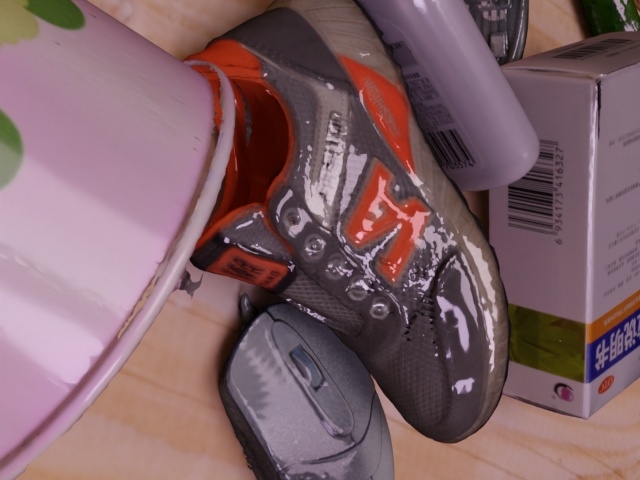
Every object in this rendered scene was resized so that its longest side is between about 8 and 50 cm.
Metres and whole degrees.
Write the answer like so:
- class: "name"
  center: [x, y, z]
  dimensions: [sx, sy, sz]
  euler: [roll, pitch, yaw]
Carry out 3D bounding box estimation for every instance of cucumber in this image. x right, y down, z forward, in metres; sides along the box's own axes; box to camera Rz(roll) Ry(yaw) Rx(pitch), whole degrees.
- class: "cucumber"
  center: [0.309, -0.212, 1.087]
  dimensions: [0.056, 0.056, 0.250]
  euler: [-43, 114, -37]

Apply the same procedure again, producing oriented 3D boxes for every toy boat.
- class: "toy boat"
  center: [0.139, -0.245, 0.904]
  dimensions: [0.085, 0.078, 0.260]
  euler: [0, 90, -63]

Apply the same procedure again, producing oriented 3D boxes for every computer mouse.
- class: "computer mouse"
  center: [0.002, 0.139, 0.757]
  dimensions: [0.113, 0.068, 0.229]
  euler: [-37, 113, -41]

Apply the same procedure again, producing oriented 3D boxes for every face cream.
- class: "face cream"
  center: [0.049, -0.159, 0.771]
  dimensions: [0.071, 0.144, 0.291]
  euler: [-50, 119, -23]

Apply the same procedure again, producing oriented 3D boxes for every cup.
- class: "cup"
  center: [-0.213, -0.052, 0.456]
  dimensions: [0.274, 0.253, 0.253]
  euler: [37, 63, -27]

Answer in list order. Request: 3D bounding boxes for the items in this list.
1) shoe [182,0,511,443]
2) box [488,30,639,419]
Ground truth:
- class: "shoe"
  center: [0.000, 0.000, 0.704]
  dimensions: [0.171, 0.132, 0.336]
  euler: [-24, 91, -33]
- class: "box"
  center: [0.246, -0.022, 0.938]
  dimensions: [0.200, 0.106, 0.299]
  euler: [-23, 118, -43]
